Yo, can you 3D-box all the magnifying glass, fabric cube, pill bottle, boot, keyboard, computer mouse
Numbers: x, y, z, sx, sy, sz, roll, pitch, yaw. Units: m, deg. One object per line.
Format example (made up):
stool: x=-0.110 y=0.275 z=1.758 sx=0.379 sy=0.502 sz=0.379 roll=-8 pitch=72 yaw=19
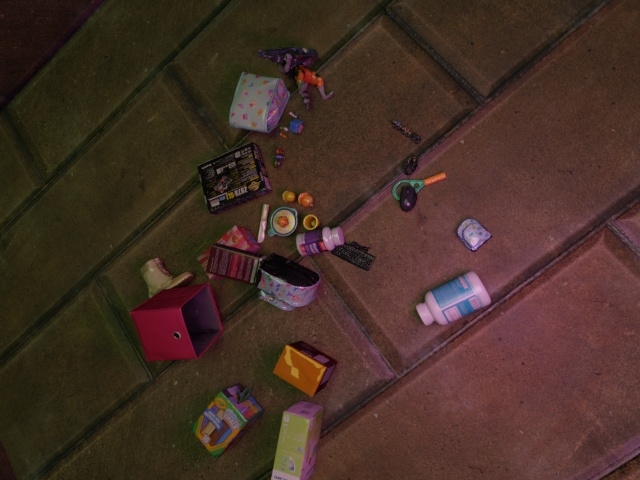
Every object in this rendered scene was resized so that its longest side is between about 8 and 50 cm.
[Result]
magnifying glass: x=0.419 y=-0.237 z=1.834 sx=0.231 sy=0.026 sz=0.092 roll=-20 pitch=77 yaw=14
fabric cube: x=-0.637 y=0.365 z=1.931 sx=0.259 sy=0.259 sz=0.253 roll=-7 pitch=106 yaw=16
pill bottle: x=0.511 y=0.236 z=1.676 sx=0.264 sy=0.146 sz=0.146 roll=-28 pitch=75 yaw=12
boot: x=-0.765 y=0.167 z=2.125 sx=0.262 sy=0.095 sz=0.203 roll=-32 pitch=73 yaw=16
keyboard: x=0.144 y=0.051 z=1.877 sx=0.192 sy=0.038 sz=0.100 roll=25 pitch=91 yaw=18
computer mouse: x=0.376 y=-0.241 z=1.816 sx=0.071 sy=0.041 sz=0.241 roll=4 pitch=84 yaw=20
pill bottle: x=0.000 y=0.000 z=1.886 sx=0.194 sy=0.108 sz=0.107 roll=-14 pitch=79 yaw=20

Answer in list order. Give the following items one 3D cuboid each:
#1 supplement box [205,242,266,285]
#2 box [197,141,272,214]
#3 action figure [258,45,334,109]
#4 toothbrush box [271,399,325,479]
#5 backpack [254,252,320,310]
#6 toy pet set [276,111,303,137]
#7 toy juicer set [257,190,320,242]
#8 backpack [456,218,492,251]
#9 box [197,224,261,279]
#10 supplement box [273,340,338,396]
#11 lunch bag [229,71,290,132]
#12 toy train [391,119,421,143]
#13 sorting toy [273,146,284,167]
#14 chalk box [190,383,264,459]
supplement box: x=-0.371 y=0.104 z=1.895 sx=0.240 sy=0.073 sz=0.130 roll=15 pitch=100 yaw=5
box: x=-0.421 y=-0.299 z=2.085 sx=0.322 sy=0.079 sz=0.256 roll=-21 pitch=79 yaw=14
action figure: x=-0.137 y=-0.776 z=1.984 sx=0.330 sy=0.342 sz=0.178 roll=56 pitch=139 yaw=24
toothbrush box: x=-0.088 y=0.829 z=1.757 sx=0.122 sy=0.206 sz=0.282 roll=10 pitch=85 yaw=18
backpack: x=-0.135 y=0.187 z=1.853 sx=0.254 sy=0.225 sz=0.190 roll=17 pitch=110 yaw=17
toy pet set: x=-0.146 y=-0.546 z=2.035 sx=0.114 sy=0.065 sz=0.122 roll=29 pitch=93 yaw=19
toy juicer set: x=-0.172 y=-0.122 z=1.969 sx=0.330 sy=0.089 sz=0.209 roll=-13 pitch=83 yaw=19
backpack: x=0.606 y=-0.027 z=1.714 sx=0.105 sy=0.084 sz=0.114 roll=-42 pitch=70 yaw=6
box: x=-0.427 y=0.059 z=2.010 sx=0.257 sy=0.123 sz=0.128 roll=-38 pitch=74 yaw=11
supplement box: x=-0.058 y=0.526 z=1.793 sx=0.192 sy=0.194 sz=0.129 roll=26 pitch=91 yaw=19
lunch bag: x=-0.299 y=-0.641 z=2.050 sx=0.224 sy=0.160 sz=0.262 roll=16 pitch=82 yaw=18
toy train: x=0.375 y=-0.479 z=1.879 sx=0.158 sy=0.027 sz=0.036 roll=41 pitch=92 yaw=18
sorting toy: x=-0.195 y=-0.393 z=2.043 sx=0.042 sy=0.061 sz=0.101 roll=6 pitch=92 yaw=-16
chalk box: x=-0.382 y=0.757 z=1.875 sx=0.179 sy=0.180 sz=0.289 roll=42 pitch=97 yaw=18
